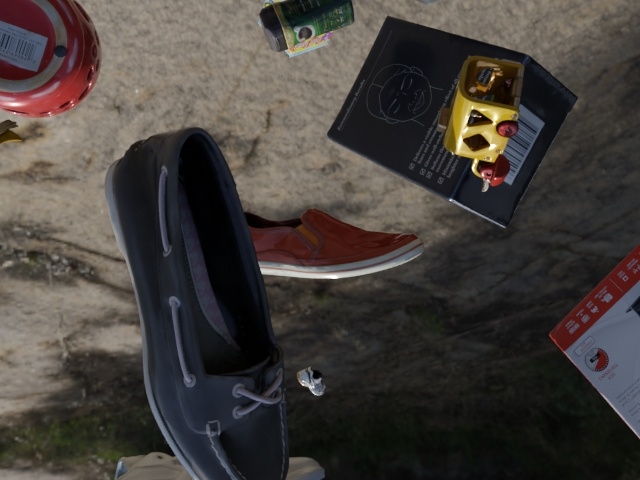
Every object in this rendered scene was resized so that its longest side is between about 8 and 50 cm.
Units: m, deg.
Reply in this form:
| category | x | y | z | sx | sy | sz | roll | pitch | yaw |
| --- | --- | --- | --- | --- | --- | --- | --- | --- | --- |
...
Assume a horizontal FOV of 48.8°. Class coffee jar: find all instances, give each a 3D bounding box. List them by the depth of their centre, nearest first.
| category | x | y | z | sx | sy | sz | roll | pitch | yaw |
| --- | --- | --- | --- | --- | --- | --- | --- | --- | --- |
| coffee jar | -0.029 | -0.449 | 1.414 | 0.184 | 0.079 | 0.096 | -22 | 161 | -1 |

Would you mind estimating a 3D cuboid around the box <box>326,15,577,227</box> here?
| category | x | y | z | sx | sy | sz | roll | pitch | yaw |
| --- | --- | --- | --- | --- | --- | --- | --- | --- | --- |
| box | 0.254 | -0.251 | 1.449 | 0.212 | 0.395 | 0.293 | 19 | 102 | -44 |

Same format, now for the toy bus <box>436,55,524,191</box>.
| category | x | y | z | sx | sy | sz | roll | pitch | yaw |
| --- | --- | --- | --- | --- | --- | --- | --- | --- | --- |
| toy bus | 0.224 | -0.169 | 1.025 | 0.104 | 0.202 | 0.191 | 13 | -167 | 4 |

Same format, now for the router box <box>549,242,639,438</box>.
| category | x | y | z | sx | sy | sz | roll | pitch | yaw |
| --- | --- | --- | --- | --- | --- | --- | --- | --- | --- |
| router box | 0.593 | 0.150 | 1.131 | 0.082 | 0.301 | 0.335 | 8 | 126 | -46 |

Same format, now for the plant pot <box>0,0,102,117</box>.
| category | x | y | z | sx | sy | sz | roll | pitch | yaw |
| --- | --- | --- | --- | --- | --- | --- | --- | --- | --- |
| plant pot | -0.398 | -0.265 | 0.952 | 0.191 | 0.191 | 0.174 | -9 | -171 | -13 |

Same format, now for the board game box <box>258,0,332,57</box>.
| category | x | y | z | sx | sy | sz | roll | pitch | yaw |
| --- | --- | --- | --- | --- | --- | --- | --- | --- | --- |
| board game box | -0.030 | -0.617 | 1.748 | 0.144 | 0.142 | 0.275 | -29 | 161 | -33 |

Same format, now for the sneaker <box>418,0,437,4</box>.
| category | x | y | z | sx | sy | sz | roll | pitch | yaw |
| --- | --- | --- | --- | --- | --- | --- | --- | --- | --- |
| sneaker | 0.230 | -0.702 | 1.951 | 0.118 | 0.222 | 0.083 | 32 | 81 | -52 |

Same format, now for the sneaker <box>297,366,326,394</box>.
| category | x | y | z | sx | sy | sz | roll | pitch | yaw |
| --- | --- | --- | --- | --- | --- | --- | --- | --- | --- |
| sneaker | -0.007 | 0.262 | 1.317 | 0.037 | 0.032 | 0.083 | -34 | 137 | 14 |

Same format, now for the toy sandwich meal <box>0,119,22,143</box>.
| category | x | y | z | sx | sy | sz | roll | pitch | yaw |
| --- | --- | --- | --- | --- | --- | --- | --- | --- | --- |
| toy sandwich meal | -0.361 | -0.101 | 0.760 | 0.086 | 0.085 | 0.029 | -22 | 112 | 9 |

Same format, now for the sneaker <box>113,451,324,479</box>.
| category | x | y | z | sx | sy | sz | roll | pitch | yaw |
| --- | --- | --- | --- | --- | --- | --- | --- | --- | --- |
| sneaker | -0.121 | 0.260 | 0.724 | 0.305 | 0.152 | 0.114 | -1 | 122 | -46 |

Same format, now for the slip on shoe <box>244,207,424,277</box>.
| category | x | y | z | sx | sy | sz | roll | pitch | yaw |
| --- | --- | --- | --- | --- | --- | --- | --- | --- | --- |
| slip on shoe | 0.000 | 0.000 | 1.129 | 0.331 | 0.101 | 0.123 | 2 | -169 | 22 |

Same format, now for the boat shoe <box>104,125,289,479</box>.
| category | x | y | z | sx | sy | sz | roll | pitch | yaw |
| --- | --- | --- | --- | --- | --- | --- | --- | --- | --- |
| boat shoe | -0.089 | 0.066 | 0.592 | 0.095 | 0.335 | 0.112 | -22 | 176 | 38 |
